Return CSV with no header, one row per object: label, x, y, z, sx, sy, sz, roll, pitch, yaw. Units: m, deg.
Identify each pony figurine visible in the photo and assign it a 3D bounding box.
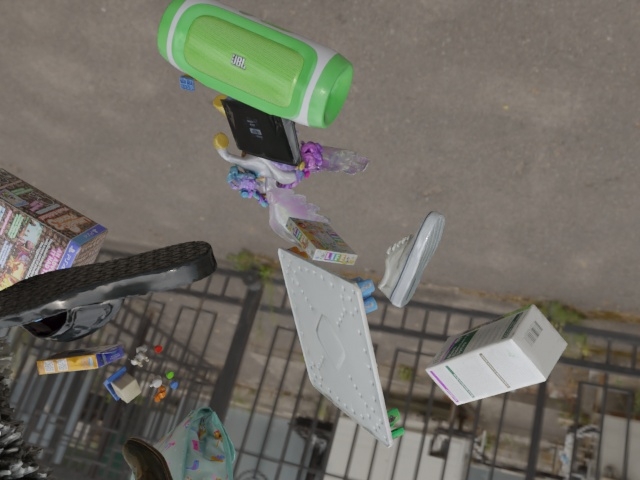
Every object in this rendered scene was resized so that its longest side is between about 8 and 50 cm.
pony figurine,-0.094,-0.181,1.784,0.351,0.302,0.363,19,157,26

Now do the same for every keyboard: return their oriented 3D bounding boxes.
keyboard,-0.126,-0.251,1.363,0.317,0.033,0.201,24,136,60

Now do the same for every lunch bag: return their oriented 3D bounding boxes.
lunch bag,-0.300,0.519,1.538,0.160,0.262,0.223,28,123,-32

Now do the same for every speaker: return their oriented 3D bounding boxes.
speaker,-0.104,-0.284,1.118,0.297,0.131,0.131,25,160,12

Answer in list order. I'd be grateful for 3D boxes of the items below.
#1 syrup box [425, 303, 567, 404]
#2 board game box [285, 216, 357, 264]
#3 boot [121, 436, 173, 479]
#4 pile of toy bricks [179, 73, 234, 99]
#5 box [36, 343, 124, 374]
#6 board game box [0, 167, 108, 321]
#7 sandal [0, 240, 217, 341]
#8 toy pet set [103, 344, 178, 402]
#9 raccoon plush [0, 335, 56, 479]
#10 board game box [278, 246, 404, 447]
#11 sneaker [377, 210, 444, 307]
syrup box,0.299,0.204,1.237,0.096,0.093,0.237,49,144,-4
board game box,0.000,0.000,1.535,0.104,0.026,0.154,9,-157,-32
boot,-0.327,0.450,1.293,0.219,0.082,0.106,36,-148,32
pile of toy bricks,-0.213,-0.378,1.587,0.212,0.105,0.118,15,142,10
box,-0.410,0.206,1.235,0.136,0.028,0.081,-7,-177,17
board game box,-0.679,0.014,1.618,0.291,0.232,0.141,31,-161,-1
sandal,-0.393,0.108,1.224,0.446,0.106,0.167,-12,-161,2
toy pet set,-0.356,0.264,1.384,0.065,0.114,0.122,24,138,37
raccoon plush,-0.293,0.085,0.525,0.216,0.299,0.446,6,139,-36
board game box,0.041,0.225,1.629,0.390,0.050,0.389,22,129,61
sneaker,0.194,0.034,1.598,0.091,0.094,0.258,35,122,22
